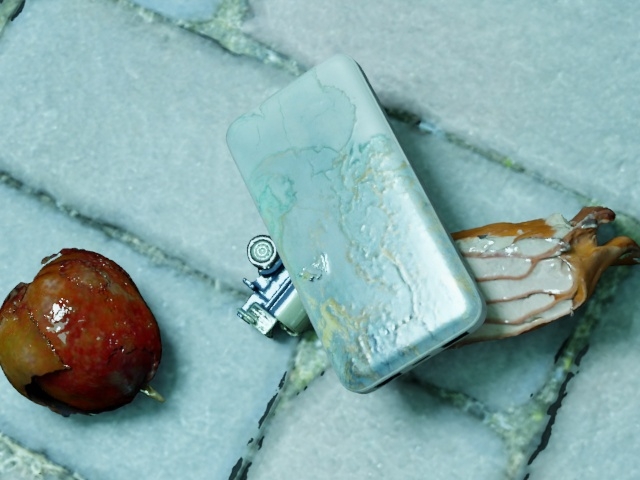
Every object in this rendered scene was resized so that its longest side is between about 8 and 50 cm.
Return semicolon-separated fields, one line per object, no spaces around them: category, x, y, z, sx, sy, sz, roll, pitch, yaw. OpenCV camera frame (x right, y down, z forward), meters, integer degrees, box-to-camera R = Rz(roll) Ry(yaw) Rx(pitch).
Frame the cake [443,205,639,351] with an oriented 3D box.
cake;0.135;0.036;1.474;0.287;0.135;0.098;-16;100;10

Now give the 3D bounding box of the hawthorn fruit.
hawthorn fruit;-0.210;0.095;1.543;0.172;0.148;0.148;38;86;1

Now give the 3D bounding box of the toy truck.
toy truck;0.000;0.000;1.548;0.088;0.074;0.201;38;87;15

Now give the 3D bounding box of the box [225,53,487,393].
box;0.027;-0.017;1.473;0.142;0.044;0.285;-32;66;13
